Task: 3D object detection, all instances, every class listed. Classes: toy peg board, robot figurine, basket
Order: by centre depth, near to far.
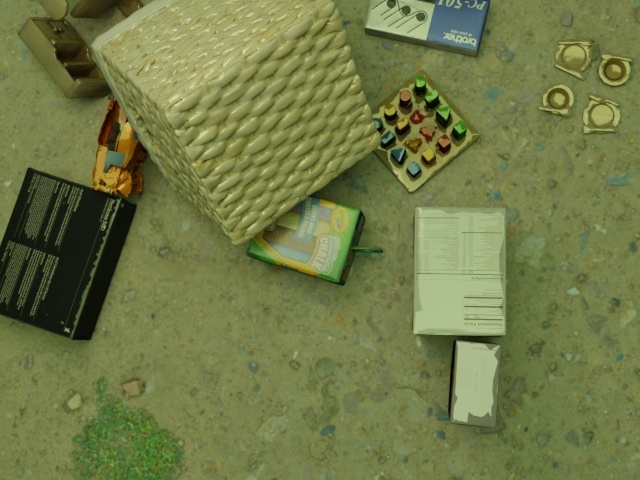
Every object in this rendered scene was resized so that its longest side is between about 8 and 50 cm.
[{"bbox_3d":[-0.118,-0.229,1.600,0.331,0.328,0.266,-36,45,-13],"label":"basket"},{"bbox_3d":[-0.320,-0.223,1.757,0.085,0.211,0.290,17,94,-2],"label":"robot figurine"},{"bbox_3d":[0.167,-0.197,1.759,0.161,0.079,0.161,-40,81,0],"label":"toy peg board"}]

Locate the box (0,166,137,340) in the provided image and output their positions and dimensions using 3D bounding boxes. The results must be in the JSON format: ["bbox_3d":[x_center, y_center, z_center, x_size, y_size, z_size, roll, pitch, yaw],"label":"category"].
[{"bbox_3d":[-0.462,0.026,1.788,0.184,0.103,0.261,18,86,10],"label":"box"}]

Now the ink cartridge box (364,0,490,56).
[{"bbox_3d":[0.189,-0.398,1.794,0.207,0.046,0.097,13,87,7],"label":"ink cartridge box"}]

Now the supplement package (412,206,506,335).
[{"bbox_3d":[0.228,0.057,1.668,0.149,0.194,0.203,1,84,6],"label":"supplement package"}]

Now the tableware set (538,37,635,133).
[{"bbox_3d":[0.468,-0.272,1.766,0.141,0.020,0.168,16,86,7],"label":"tableware set"}]

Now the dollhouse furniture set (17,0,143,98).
[{"bbox_3d":[-0.394,-0.392,1.776,0.242,0.212,0.161,-44,79,27],"label":"dollhouse furniture set"}]

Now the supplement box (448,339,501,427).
[{"bbox_3d":[0.246,0.226,1.626,0.073,0.239,0.130,5,84,8],"label":"supplement box"}]

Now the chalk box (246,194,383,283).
[{"bbox_3d":[0.000,0.000,1.729,0.213,0.132,0.132,17,86,8],"label":"chalk box"}]
